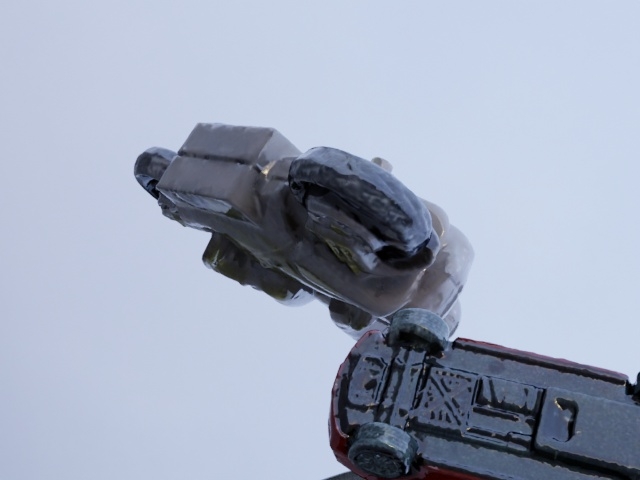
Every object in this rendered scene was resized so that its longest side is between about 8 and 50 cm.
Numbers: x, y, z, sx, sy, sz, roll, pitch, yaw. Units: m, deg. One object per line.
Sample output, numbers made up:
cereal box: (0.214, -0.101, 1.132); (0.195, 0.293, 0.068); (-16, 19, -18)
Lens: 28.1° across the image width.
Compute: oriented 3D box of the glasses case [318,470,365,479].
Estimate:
glasses case: (0.047, 0.286, 0.744); (0.074, 0.131, 0.323); (58, 17, -51)

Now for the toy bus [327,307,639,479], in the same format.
toy bus: (0.101, 0.103, 0.621); (0.195, 0.081, 0.089); (12, -37, 10)

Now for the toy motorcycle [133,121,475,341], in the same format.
toy motorcycle: (0.000, 0.000, 0.909); (0.223, 0.107, 0.341); (38, -15, -30)
